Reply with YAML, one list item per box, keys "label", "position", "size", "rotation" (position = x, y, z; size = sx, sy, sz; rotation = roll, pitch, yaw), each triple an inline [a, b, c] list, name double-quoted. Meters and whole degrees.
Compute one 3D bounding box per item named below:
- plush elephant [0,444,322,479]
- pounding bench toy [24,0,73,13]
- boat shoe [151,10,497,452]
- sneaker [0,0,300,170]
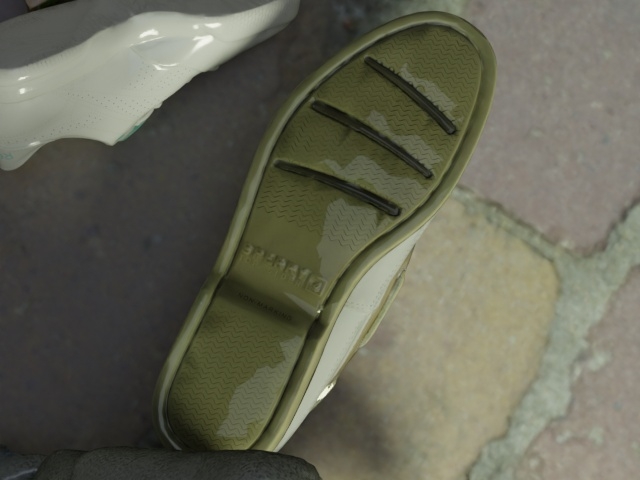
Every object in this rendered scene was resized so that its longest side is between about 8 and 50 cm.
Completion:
- label: "plush elephant"
  position: [-0.114, 0.248, 0.914]
  size: [0.330, 0.272, 0.255]
  rotation: [4, 73, 21]
- label: "pounding bench toy"
  position: [-0.153, -0.182, 1.017]
  size: [0.083, 0.052, 0.065]
  rotation: [-30, 92, -7]
- label: "boat shoe"
  position: [0.000, 0.000, 1.008]
  size: [0.113, 0.103, 0.302]
  rotation: [34, 86, 8]
- label: "sneaker"
  position: [-0.109, -0.104, 1.018]
  size: [0.212, 0.080, 0.094]
  rotation: [-21, 132, -24]
